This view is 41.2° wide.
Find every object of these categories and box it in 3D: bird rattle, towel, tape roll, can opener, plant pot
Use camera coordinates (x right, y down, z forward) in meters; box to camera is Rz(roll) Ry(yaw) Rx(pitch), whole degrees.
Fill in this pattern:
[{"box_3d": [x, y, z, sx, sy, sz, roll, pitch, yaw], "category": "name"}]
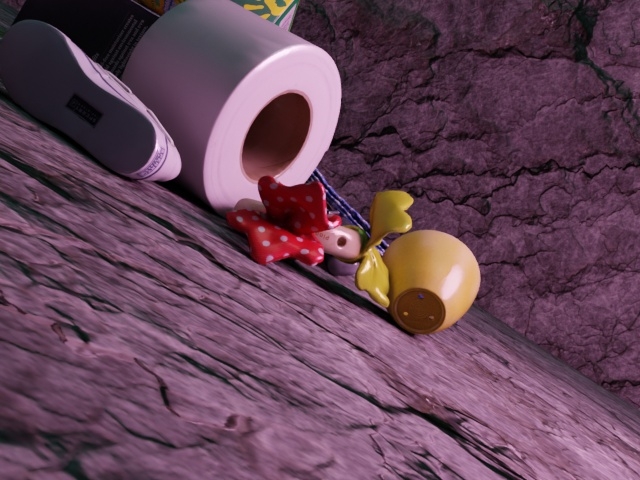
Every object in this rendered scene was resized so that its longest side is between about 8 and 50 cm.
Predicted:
[{"box_3d": [-0.019, -0.004, 1.007, 0.253, 0.143, 0.207, 6, 5, -40], "category": "bird rattle"}, {"box_3d": [0.116, 0.007, 1.567, 0.336, 0.040, 0.243, 49, 5, 36], "category": "towel"}, {"box_3d": [-0.114, -0.169, 1.100, 0.169, 0.246, 0.246, 34, 5, 29], "category": "tape roll"}, {"box_3d": [0.000, 0.000, 1.311, 0.095, 0.076, 0.283, -1, 8, -3], "category": "can opener"}, {"box_3d": [0.133, 0.067, 1.087, 0.134, 0.134, 0.095, 32, 29, -2], "category": "plant pot"}]

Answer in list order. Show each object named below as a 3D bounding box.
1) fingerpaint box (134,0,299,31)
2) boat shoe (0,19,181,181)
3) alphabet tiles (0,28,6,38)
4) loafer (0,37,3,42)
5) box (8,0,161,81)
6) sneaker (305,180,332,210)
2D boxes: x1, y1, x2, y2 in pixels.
[{"box_3d": [-0.268, -0.381, 1.605, 0.371, 0.163, 0.445, 33, -30, 1], "category": "fingerpaint box"}, {"box_3d": [-0.258, -0.146, 0.944, 0.258, 0.095, 0.084, 45, 4, 20], "category": "boat shoe"}, {"box_3d": [-0.690, -0.437, 1.614, 0.285, 0.011, 0.342, 33, 4, 6], "category": "alphabet tiles"}, {"box_3d": [-0.431, -0.249, 1.108, 0.039, 0.045, 0.125, 27, 4, 25], "category": "loafer"}, {"box_3d": [-0.280, -0.258, 1.326, 0.294, 0.182, 0.296, 33, 3, 7], "category": "box"}, {"box_3d": [-0.071, -0.092, 1.576, 0.130, 0.087, 0.227, 37, 6, -36], "category": "sneaker"}]
